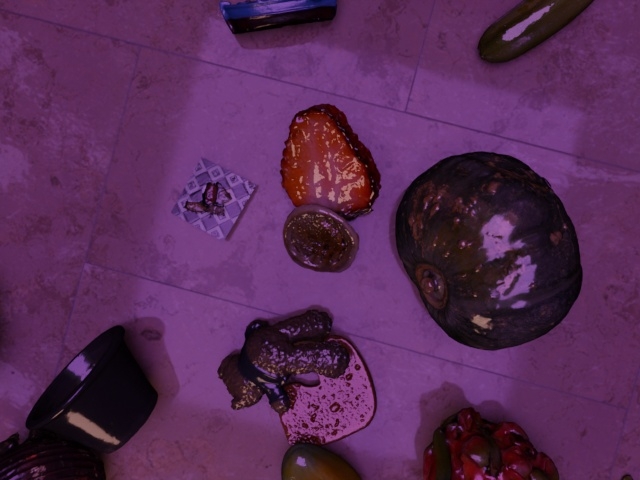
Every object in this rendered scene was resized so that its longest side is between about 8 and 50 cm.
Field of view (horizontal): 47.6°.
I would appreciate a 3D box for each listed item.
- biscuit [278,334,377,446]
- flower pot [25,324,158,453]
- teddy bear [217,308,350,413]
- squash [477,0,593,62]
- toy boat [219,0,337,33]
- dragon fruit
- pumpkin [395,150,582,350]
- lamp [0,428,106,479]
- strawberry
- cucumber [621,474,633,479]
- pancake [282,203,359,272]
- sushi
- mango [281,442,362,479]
[{"bbox_3d":[0.004,0.286,1.364,0.192,0.036,0.186,-24,86,3],"label":"biscuit"},{"bbox_3d":[-0.395,0.286,1.314,0.235,0.235,0.148,-42,108,2],"label":"flower pot"},{"bbox_3d":[-0.085,0.210,1.317,0.251,0.129,0.182,-33,47,15],"label":"teddy bear"},{"bbox_3d":[0.432,-0.436,1.313,0.341,0.094,0.094,-37,88,2],"label":"squash"},{"bbox_3d":[-0.075,-0.441,1.332,0.223,0.100,0.097,-8,99,1],"label":"toy boat"},{"bbox_3d":[0.296,0.439,1.257,0.237,0.231,0.303,-27,78,14],"label":"dragon fruit"},{"bbox_3d":[0.281,0.011,1.225,0.257,0.291,0.328,-26,103,-20],"label":"pumpkin"},{"bbox_3d":[-0.506,0.454,1.303,0.247,0.247,0.247,0,90,3],"label":"lamp"},{"bbox_3d":[0.024,-0.152,1.301,0.190,0.111,0.236,6,129,22],"label":"strawberry"},{"bbox_3d":[0.585,0.501,1.338,0.034,0.033,0.135,-20,91,-30],"label":"cucumber"},{"bbox_3d":[0.000,-0.001,1.336,0.151,0.025,0.152,8,121,14],"label":"pancake"},{"bbox_3d":[-0.201,-0.078,1.379,0.120,0.026,0.126,29,87,5],"label":"sushi"},{"bbox_3d":[0.004,0.448,1.326,0.130,0.092,0.195,-30,108,10],"label":"mango"}]
